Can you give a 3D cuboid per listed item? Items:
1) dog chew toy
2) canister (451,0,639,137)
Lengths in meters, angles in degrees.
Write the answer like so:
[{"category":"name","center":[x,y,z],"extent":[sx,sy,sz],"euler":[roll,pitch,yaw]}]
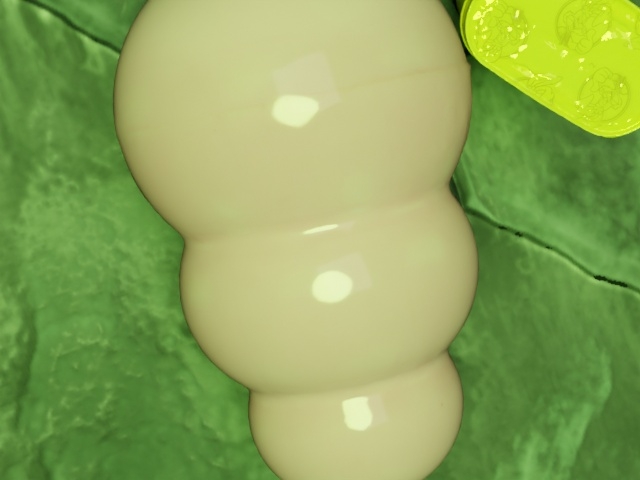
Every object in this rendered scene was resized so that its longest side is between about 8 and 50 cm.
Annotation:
[{"category":"dog chew toy","center":[0.000,0.000,0.603],"extent":[0.206,0.206,0.332],"euler":[-13,98,-13]},{"category":"canister","center":[0.144,-0.139,0.645],"extent":[0.126,0.170,0.073],"euler":[30,110,-9]}]
